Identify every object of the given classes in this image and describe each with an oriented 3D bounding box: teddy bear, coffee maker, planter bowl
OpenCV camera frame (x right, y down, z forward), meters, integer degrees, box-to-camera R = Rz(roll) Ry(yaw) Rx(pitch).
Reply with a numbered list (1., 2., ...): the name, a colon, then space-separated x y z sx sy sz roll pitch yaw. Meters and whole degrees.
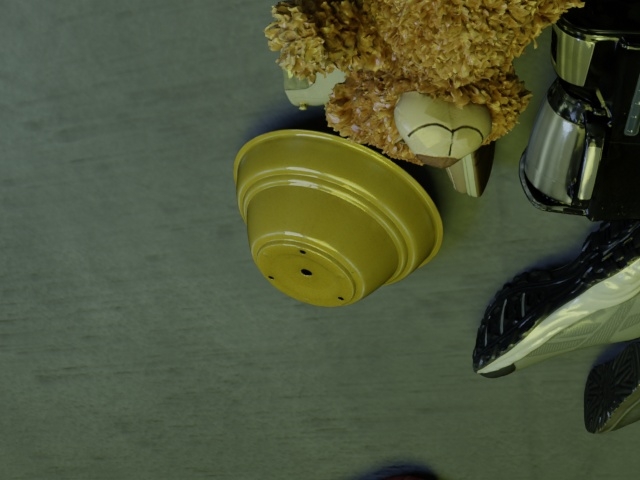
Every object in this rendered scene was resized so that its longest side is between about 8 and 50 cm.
1. teddy bear: 0.092 -0.169 0.770 0.245 0.113 0.338 -7 139 -33
2. coffee maker: 0.257 -0.116 0.931 0.171 0.120 0.178 -10 135 -15
3. planter bowl: 0.000 0.000 1.087 0.217 0.090 0.217 18 148 12

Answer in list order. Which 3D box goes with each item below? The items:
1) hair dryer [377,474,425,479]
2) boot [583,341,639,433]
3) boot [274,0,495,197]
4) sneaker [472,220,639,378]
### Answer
1. hair dryer: 0.121 0.375 1.411 0.293 0.080 0.224 10 133 11
2. boot: 0.387 0.160 1.142 0.208 0.076 0.190 6 159 -9
3. boot: 0.059 -0.126 1.004 0.165 0.077 0.213 -2 131 25
4. sneaker: 0.251 0.071 1.092 0.108 0.100 0.271 37 131 -20
